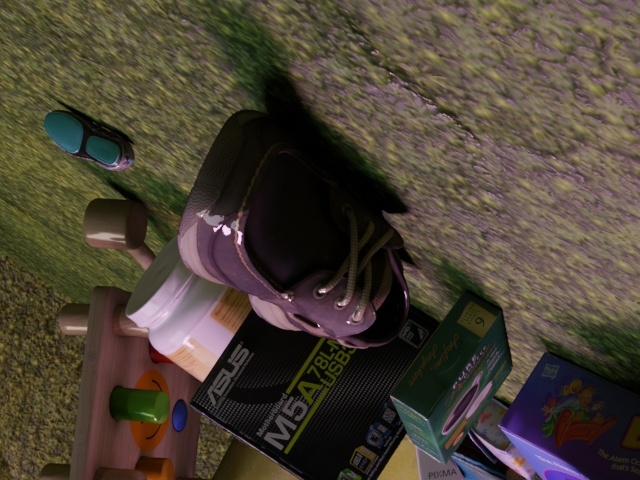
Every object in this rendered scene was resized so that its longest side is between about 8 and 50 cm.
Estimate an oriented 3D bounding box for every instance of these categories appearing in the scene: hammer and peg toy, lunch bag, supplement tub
[{"bbox_3d":[-0.196,0.143,1.857,0.127,0.361,0.266,1,168,24],"label":"hammer and peg toy"},{"bbox_3d":[0.187,0.200,1.631,0.083,0.053,0.071,35,171,46],"label":"lunch bag"},{"bbox_3d":[-0.093,0.088,1.707,0.200,0.144,0.144,38,168,-15],"label":"supplement tub"}]

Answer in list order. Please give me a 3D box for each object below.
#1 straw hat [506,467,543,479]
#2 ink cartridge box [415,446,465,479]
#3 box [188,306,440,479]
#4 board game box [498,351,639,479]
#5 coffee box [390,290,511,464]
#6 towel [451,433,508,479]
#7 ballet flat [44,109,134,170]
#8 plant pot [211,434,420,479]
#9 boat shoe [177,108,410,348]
[{"bbox_3d":[0.226,0.246,1.672,0.144,0.145,0.061,176,78,-71],"label":"straw hat"},{"bbox_3d":[0.139,0.257,1.737,0.066,0.232,0.189,-6,158,9],"label":"ink cartridge box"},{"bbox_3d":[0.006,0.124,1.474,0.184,0.190,0.045,34,171,5],"label":"box"},{"bbox_3d":[0.338,0.235,1.296,0.347,0.078,0.233,25,166,36],"label":"board game box"},{"bbox_3d":[0.115,0.121,1.362,0.040,0.113,0.184,33,170,19],"label":"coffee box"},{"bbox_3d":[0.281,0.334,1.957,0.271,0.040,0.370,22,165,44],"label":"towel"},{"bbox_3d":[-0.228,-0.098,1.593,0.114,0.041,0.041,28,167,32],"label":"ballet flat"},{"bbox_3d":[-0.023,0.321,1.964,0.275,0.293,0.275,42,176,3],"label":"plant pot"},{"bbox_3d":[0.000,0.000,1.207,0.130,0.132,0.355,20,173,17],"label":"boat shoe"}]
